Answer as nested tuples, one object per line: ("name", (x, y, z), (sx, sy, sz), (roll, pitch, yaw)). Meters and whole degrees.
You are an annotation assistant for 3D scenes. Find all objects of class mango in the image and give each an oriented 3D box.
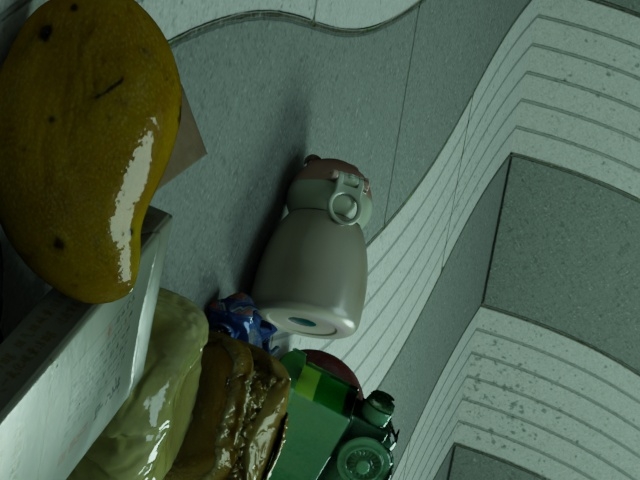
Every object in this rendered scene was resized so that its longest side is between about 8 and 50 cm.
("mango", (-0.191, -0.082, 1.254), (0.109, 0.157, 0.262), (100, -9, -74))

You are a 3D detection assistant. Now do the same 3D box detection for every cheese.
("cheese", (-0.189, 0.168, 1.611), (0.226, 0.117, 0.214), (-55, 160, -56))

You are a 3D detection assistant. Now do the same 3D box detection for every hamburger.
("hamburger", (-0.124, 0.208, 1.758), (0.108, 0.213, 0.214), (17, 88, -31))

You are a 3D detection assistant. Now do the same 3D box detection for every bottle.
("bottle", (0.000, 0.000, 2.053), (0.147, 0.147, 0.237), (64, 36, -67))

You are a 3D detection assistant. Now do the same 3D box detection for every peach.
("peach", (-0.006, 0.232, 2.235), (0.152, 0.152, 0.152), (16, 90, -74))

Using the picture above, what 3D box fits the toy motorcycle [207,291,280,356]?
("toy motorcycle", (-0.103, 0.128, 1.943), (0.205, 0.076, 0.114), (49, 55, -68))

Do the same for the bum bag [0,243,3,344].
("bum bag", (-0.302, 0.111, 1.232), (0.142, 0.079, 0.326), (-31, 135, -72))

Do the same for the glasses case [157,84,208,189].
("glasses case", (-0.192, -0.090, 1.464), (0.193, 0.070, 0.103), (-45, 120, -56))

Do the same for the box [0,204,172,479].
("box", (-0.231, 0.137, 1.299), (0.365, 0.051, 0.205), (-55, 164, -53))

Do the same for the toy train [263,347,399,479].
("toy train", (-0.026, 0.302, 2.021), (0.301, 0.202, 0.120), (-61, -179, 19))
